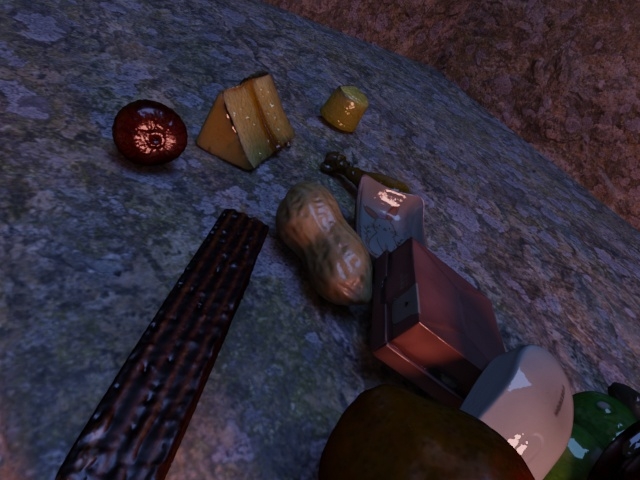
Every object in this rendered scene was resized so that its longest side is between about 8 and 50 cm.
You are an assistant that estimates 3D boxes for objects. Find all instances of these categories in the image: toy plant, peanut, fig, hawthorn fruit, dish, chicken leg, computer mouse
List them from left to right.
[{"bbox_3d":[-0.311,-0.178,0.745,0.119,0.152,0.119,12,74,-49],"label":"fig"},{"bbox_3d":[0.000,0.000,0.703,0.123,0.124,0.257,2,44,-35],"label":"peanut"},{"bbox_3d":[0.101,-0.135,0.987,0.251,0.087,0.107,38,23,24],"label":"chicken leg"},{"bbox_3d":[0.128,-0.016,0.834,0.151,0.077,0.213,19,46,-14],"label":"dish"},{"bbox_3d":[0.090,0.240,0.405,0.207,0.208,0.248,13,21,-23],"label":"hawthorn fruit"},{"bbox_3d":[0.233,0.230,0.517,0.128,0.079,0.231,46,67,-10],"label":"computer mouse"},{"bbox_3d":[0.403,0.302,0.575,0.217,0.176,0.235,1,17,-27],"label":"toy plant"}]

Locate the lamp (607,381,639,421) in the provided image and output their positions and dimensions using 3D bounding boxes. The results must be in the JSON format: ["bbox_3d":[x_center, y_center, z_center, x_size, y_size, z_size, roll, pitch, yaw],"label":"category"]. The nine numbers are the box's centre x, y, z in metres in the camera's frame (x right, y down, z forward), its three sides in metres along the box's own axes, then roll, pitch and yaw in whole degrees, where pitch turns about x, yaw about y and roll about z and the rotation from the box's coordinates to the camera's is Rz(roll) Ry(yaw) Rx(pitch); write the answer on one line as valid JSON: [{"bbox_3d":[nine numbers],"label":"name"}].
[{"bbox_3d":[0.561,0.341,0.688,0.101,0.101,0.250,14,33,-22],"label":"lamp"}]

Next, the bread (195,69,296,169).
[{"bbox_3d":[-0.164,-0.271,0.951,0.141,0.178,0.266,1,28,14],"label":"bread"}]

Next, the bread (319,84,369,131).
[{"bbox_3d":[0.076,-0.389,1.272,0.111,0.114,0.129,44,39,10],"label":"bread"}]

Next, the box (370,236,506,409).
[{"bbox_3d":[0.184,0.128,0.654,0.215,0.086,0.215,38,32,-16],"label":"box"}]

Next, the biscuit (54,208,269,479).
[{"bbox_3d":[-0.141,0.103,0.468,0.073,0.107,0.388,22,34,-5],"label":"biscuit"}]
